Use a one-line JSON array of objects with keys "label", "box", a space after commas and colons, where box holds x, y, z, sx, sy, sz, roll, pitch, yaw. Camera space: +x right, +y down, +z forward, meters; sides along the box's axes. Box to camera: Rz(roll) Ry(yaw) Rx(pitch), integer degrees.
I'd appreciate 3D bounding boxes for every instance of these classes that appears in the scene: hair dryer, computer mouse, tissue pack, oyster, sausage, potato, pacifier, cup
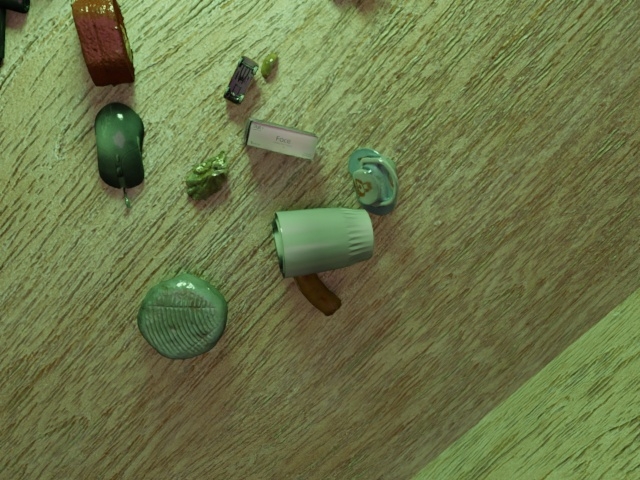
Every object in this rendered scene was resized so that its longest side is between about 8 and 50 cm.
[{"label": "hair dryer", "box": [-0.991, -0.667, 1.470, 0.128, 0.070, 0.255, 9, 114, -15]}, {"label": "computer mouse", "box": [-0.701, -0.287, 1.642, 0.167, 0.090, 0.379, -3, 112, -9]}, {"label": "tissue pack", "box": [-0.147, -0.370, 1.688, 0.246, 0.148, 0.092, 10, 106, -16]}, {"label": "oyster", "box": [-0.412, -0.227, 1.728, 0.209, 0.072, 0.133, -30, 109, 3]}, {"label": "sausage", "box": [-0.024, 0.198, 1.938, 0.109, 0.109, 0.270, -36, 113, 3]}, {"label": "potato", "box": [-0.184, -0.620, 1.648, 0.037, 0.036, 0.093, 24, 104, -21]}, {"label": "pacifier", "box": [0.234, -0.241, 1.812, 0.207, 0.227, 0.279, -38, 119, -40]}, {"label": "cup", "box": [0.000, 0.000, 1.795, 0.372, 0.253, 0.253, -7, 110, -12]}]

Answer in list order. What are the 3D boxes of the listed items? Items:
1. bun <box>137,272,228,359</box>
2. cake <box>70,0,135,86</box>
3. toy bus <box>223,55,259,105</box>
[{"label": "bun", "box": [-0.525, 0.287, 1.822, 0.355, 0.194, 0.354, -2, 110, -7]}, {"label": "cake", "box": [-0.684, -0.631, 1.472, 0.151, 0.177, 0.283, -7, 112, -8]}, {"label": "toy bus", "box": [-0.275, -0.557, 1.633, 0.070, 0.074, 0.162, 27, 104, -11]}]
